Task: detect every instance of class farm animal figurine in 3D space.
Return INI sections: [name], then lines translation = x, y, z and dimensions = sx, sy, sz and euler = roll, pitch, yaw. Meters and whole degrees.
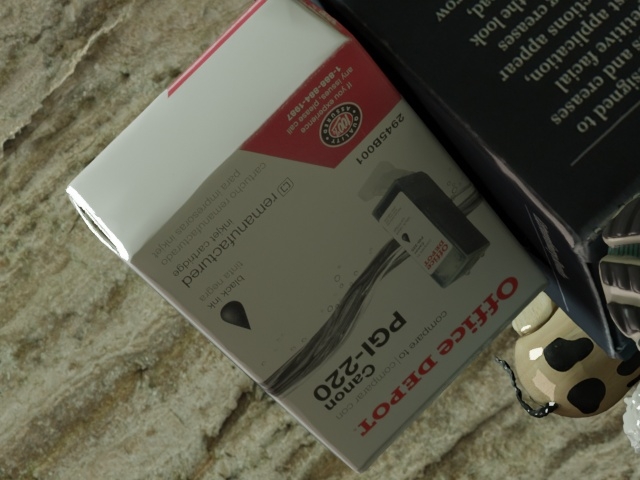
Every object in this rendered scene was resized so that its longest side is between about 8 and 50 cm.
[farm animal figurine]
translation = 0.249, 0.011, 1.160
dimensions = 0.330, 0.326, 0.172
euler = 26, -157, -16

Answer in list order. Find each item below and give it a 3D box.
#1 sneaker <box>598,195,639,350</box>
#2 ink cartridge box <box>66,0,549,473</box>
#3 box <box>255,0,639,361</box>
[sneaker]
translation = 0.262, 0.019, 0.673
dimensions = 0.110, 0.275, 0.107
euler = -21, -69, -77
[ink cartridge box]
translation = 0.000, 0.000, 0.820
dimensions = 0.218, 0.158, 0.092
euler = 47, 177, -40
[box]
translation = 0.103, -0.160, 0.898
dimensions = 0.395, 0.212, 0.293
euler = 48, 180, 20
